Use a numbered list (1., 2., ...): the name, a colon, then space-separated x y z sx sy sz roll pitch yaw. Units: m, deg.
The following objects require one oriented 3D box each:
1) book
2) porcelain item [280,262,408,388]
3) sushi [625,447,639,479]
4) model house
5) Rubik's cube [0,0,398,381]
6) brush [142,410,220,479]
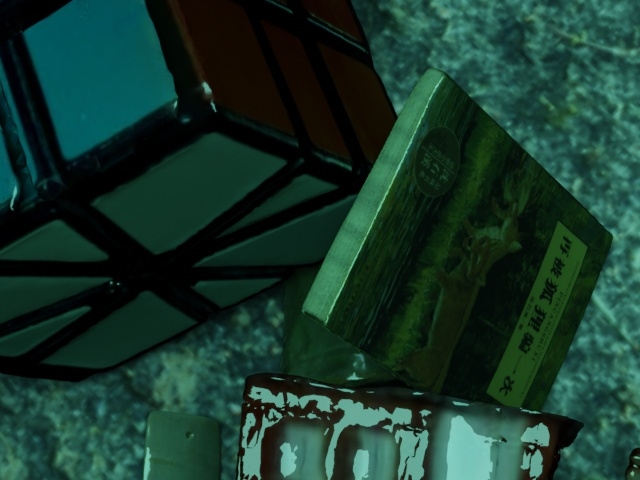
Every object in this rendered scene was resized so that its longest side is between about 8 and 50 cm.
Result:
1. book: 0.092 0.019 0.975 0.024 0.228 0.160 17 76 42
2. porcelain item: 0.000 0.000 1.063 0.081 0.069 0.215 -20 70 29
3. sushi: 0.200 0.273 0.930 0.124 0.130 0.332 12 77 10
4. model house: 0.040 0.223 0.948 0.196 0.160 0.254 7 76 8
5. Rubik's cube: -0.148 -0.101 0.962 0.288 0.293 0.283 -26 69 19
6. brush: -0.084 0.264 0.998 0.050 0.060 0.321 -16 66 46
